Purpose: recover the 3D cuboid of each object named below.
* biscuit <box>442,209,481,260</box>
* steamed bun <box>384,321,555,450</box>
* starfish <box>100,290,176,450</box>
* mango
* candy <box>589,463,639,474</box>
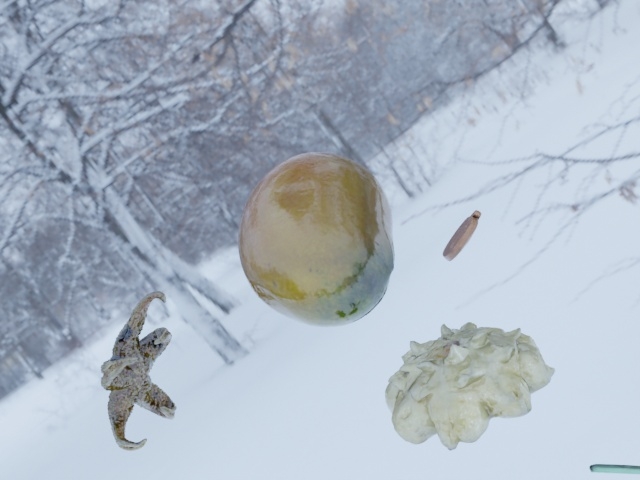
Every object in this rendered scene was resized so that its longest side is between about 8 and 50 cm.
[{"bbox_3d":[0.191,-0.006,1.105,0.078,0.015,0.091,-55,0,8],"label":"biscuit"},{"bbox_3d":[0.223,0.211,1.355,0.292,0.137,0.295,-20,12,39],"label":"steamed bun"},{"bbox_3d":[-0.233,0.161,1.053,0.074,0.190,0.146,3,6,20],"label":"starfish"},{"bbox_3d":[-0.006,0.000,0.787,0.151,0.120,0.221,-13,35,11],"label":"mango"},{"bbox_3d":[0.525,0.327,1.173,0.305,0.083,0.091,5,19,-6],"label":"candy"}]
